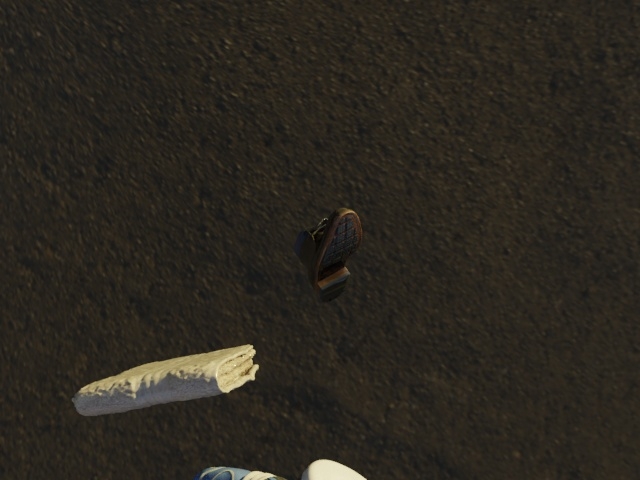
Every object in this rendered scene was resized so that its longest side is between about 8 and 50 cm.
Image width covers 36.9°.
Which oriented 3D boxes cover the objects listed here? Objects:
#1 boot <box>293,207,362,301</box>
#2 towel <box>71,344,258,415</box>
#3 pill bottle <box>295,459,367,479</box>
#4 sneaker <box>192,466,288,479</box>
[{"bbox_3d":[0.000,0.000,1.512,0.082,0.106,0.219,-25,150,-25],"label":"boot"},{"bbox_3d":[-0.189,0.183,1.254,0.187,0.282,0.049,-12,87,7],"label":"towel"},{"bbox_3d":[-0.026,0.336,0.974,0.119,0.119,0.208,30,106,-28],"label":"pill bottle"},{"bbox_3d":[-0.074,0.257,0.656,0.080,0.081,0.211,26,79,-46],"label":"sneaker"}]
